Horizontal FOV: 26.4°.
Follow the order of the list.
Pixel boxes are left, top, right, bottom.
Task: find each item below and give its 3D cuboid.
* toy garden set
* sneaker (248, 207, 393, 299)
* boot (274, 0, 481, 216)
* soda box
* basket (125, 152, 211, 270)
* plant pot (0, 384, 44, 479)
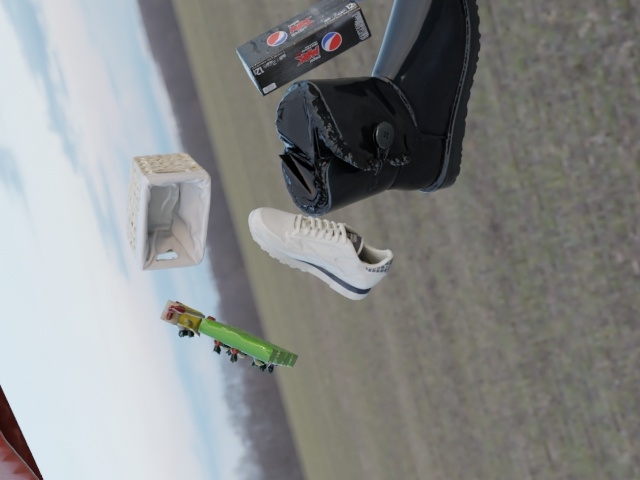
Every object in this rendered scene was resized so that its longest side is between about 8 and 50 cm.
[{"bbox_3d":[-0.149,0.144,1.981,0.244,0.204,0.049,43,-109,-80],"label":"toy garden set"},{"bbox_3d":[0.000,0.000,2.138,0.095,0.235,0.090,-50,20,42],"label":"sneaker"},{"bbox_3d":[0.055,-0.152,1.320,0.094,0.207,0.246,14,106,41],"label":"boot"},{"bbox_3d":[-0.022,-0.262,1.804,0.060,0.169,0.053,58,176,47],"label":"soda box"},{"bbox_3d":[-0.249,-0.050,2.191,0.103,0.113,0.167,-131,42,-51],"label":"basket"},{"bbox_3d":[-0.535,0.244,1.777,0.267,0.236,0.267,58,169,24],"label":"plant pot"}]
